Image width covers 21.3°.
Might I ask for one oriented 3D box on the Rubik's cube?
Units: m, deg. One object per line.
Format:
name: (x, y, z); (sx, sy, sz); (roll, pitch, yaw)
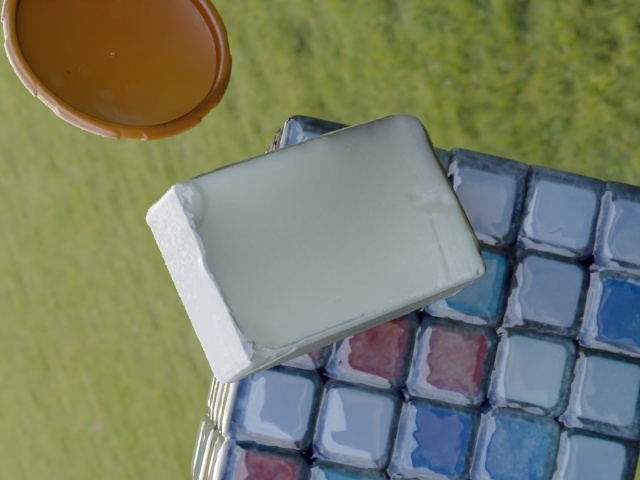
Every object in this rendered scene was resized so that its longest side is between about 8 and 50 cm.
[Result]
Rubik's cube: (0.074, 0.084, 1.263); (0.293, 0.292, 0.286); (151, 131, -85)

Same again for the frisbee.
frisbee: (-0.166, -0.158, 1.385); (0.192, 0.192, 0.035); (62, 147, 19)

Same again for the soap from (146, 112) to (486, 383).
soap: (0.000, 0.000, 1.046); (0.064, 0.183, 0.121); (-37, 74, 59)
